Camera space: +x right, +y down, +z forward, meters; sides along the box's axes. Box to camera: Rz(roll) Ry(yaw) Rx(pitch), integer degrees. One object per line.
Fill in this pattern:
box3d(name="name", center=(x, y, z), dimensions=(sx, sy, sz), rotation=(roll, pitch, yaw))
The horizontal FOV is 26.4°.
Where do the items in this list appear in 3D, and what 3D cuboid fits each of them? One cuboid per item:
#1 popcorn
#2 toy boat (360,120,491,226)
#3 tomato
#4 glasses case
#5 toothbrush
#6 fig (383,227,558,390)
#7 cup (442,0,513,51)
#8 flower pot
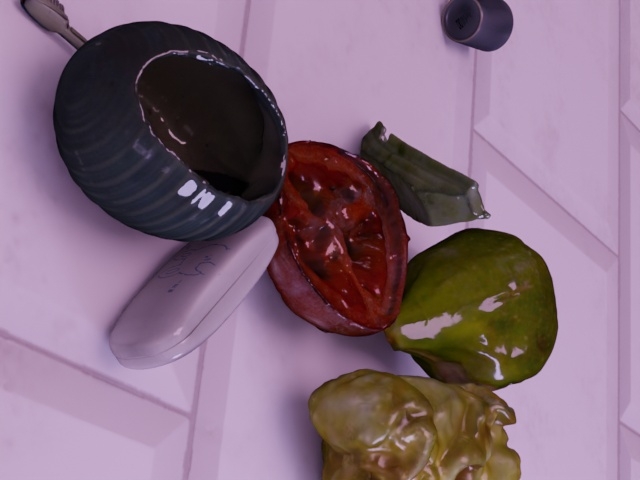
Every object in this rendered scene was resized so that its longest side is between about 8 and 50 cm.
box3d(name="popcorn", center=(0.101, 0.259, 1.495), dimensions=(0.286, 0.174, 0.225), rotation=(13, 77, -53))
box3d(name="toy boat", center=(0.106, -0.073, 1.572), dimensions=(0.055, 0.293, 0.093), rotation=(-29, 113, -8))
box3d(name="tomato", center=(-0.002, 0.000, 1.489), dimensions=(0.228, 0.101, 0.228), rotation=(30, 50, -43))
box3d(name="glasses case", center=(-0.118, 0.046, 1.308), dimensions=(0.233, 0.092, 0.059), rotation=(-49, 122, -48))
box3d(name="toothbrush", center=(-0.184, -0.155, 1.329), dimensions=(0.294, 0.026, 0.028), rotation=(41, 34, -42))
box3d(name="fig", center=(0.158, 0.083, 1.600), dimensions=(0.275, 0.206, 0.206), rotation=(1, 80, -54))
box3d(name="cup", center=(0.213, -0.317, 1.922), dimensions=(0.077, 0.078, 0.100), rotation=(0, 47, -51))
box3d(name="flower pot", center=(-0.137, -0.098, 1.255), dimensions=(0.243, 0.157, 0.189), rotation=(37, 64, -47))
